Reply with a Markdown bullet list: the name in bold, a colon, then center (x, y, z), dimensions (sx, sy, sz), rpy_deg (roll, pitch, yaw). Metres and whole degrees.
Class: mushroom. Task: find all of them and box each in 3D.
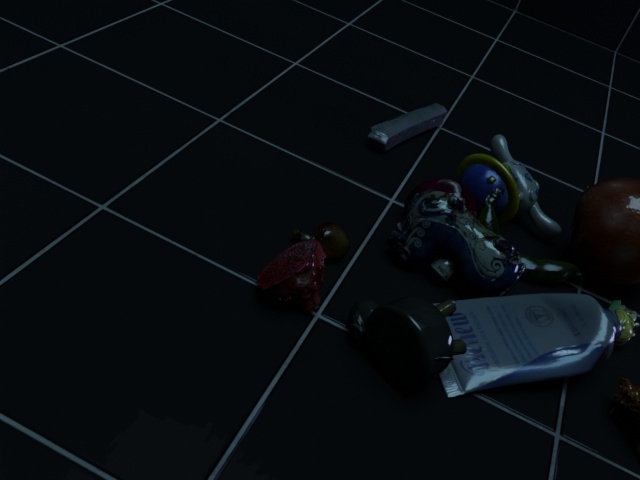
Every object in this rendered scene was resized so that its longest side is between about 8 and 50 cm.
- **mushroom**: center (0.003, -0.003, 1.519), dimensions (0.129, 0.073, 0.088), rpy_deg (12, 71, -4)

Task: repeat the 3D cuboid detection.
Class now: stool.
- **stool**: center (0.161, 0.162, 1.308), dimensions (0.139, 0.153, 0.228), rpy_deg (-19, 51, -39)

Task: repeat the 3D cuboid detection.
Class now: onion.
- **onion**: center (0.288, -0.065, 1.668), dimensions (0.173, 0.135, 0.198), rpy_deg (12, 40, -1)

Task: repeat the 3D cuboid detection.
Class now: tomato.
- **tomato**: center (0.735, -0.023, 1.696), dimensions (0.265, 0.265, 0.265), rpy_deg (12, 37, -9)

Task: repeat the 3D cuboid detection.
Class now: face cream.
- **face cream**: center (0.412, 0.198, 1.437), dimensions (0.420, 0.137, 0.235), rpy_deg (-5, 44, -12)

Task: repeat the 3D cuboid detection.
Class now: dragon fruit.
- **dragon fruit**: center (-0.038, 0.079, 1.384), dimensions (0.111, 0.153, 0.153), rpy_deg (58, 32, -20)

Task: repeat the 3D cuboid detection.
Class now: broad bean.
- **broad bean**: center (0.475, 0.015, 1.674), dimensions (0.144, 0.049, 0.292), rpy_deg (-43, 85, -10)

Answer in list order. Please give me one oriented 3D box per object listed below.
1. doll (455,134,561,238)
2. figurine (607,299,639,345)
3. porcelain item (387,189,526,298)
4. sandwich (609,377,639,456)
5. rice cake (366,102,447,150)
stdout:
- **doll**: center (0.472, -0.102, 1.812), dimensions (0.311, 0.159, 0.242), rpy_deg (52, 32, 10)
- **figurine**: center (0.678, 0.179, 1.590), dimensions (0.083, 0.083, 0.187), rpy_deg (37, 31, 22)
- **porcelain item**: center (0.296, 0.021, 1.545), dimensions (0.288, 0.186, 0.138), rpy_deg (41, 7, 4)
- **sandwich**: center (0.666, 0.346, 1.355), dimensions (0.184, 0.109, 0.160), rpy_deg (4, 20, -17)
- **rice cake**: center (0.255, -0.333, 2.055), dimensions (0.072, 0.056, 0.365), rpy_deg (32, 38, 25)
